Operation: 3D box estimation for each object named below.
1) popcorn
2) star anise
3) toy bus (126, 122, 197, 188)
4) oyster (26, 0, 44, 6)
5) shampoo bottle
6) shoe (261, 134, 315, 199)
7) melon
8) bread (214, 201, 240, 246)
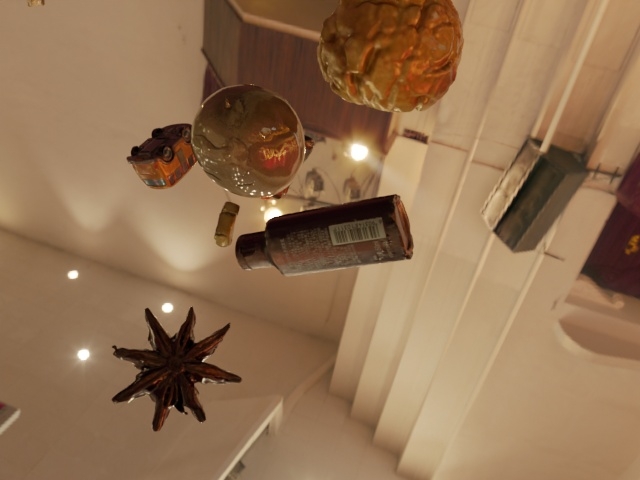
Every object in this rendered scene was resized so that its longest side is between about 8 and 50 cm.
[{"bbox_3d":[0.200,-0.513,1.493,0.354,0.344,0.390,40,-123,9],"label":"popcorn"},{"bbox_3d":[-0.296,0.263,1.175,0.272,0.102,0.271,4,-113,-9],"label":"star anise"},{"bbox_3d":[-0.437,-0.239,1.627,0.126,0.136,0.209,3,-139,27],"label":"toy bus"},{"bbox_3d":[-0.624,-0.630,1.092,0.101,0.275,0.270,-22,-111,-13],"label":"oyster"},{"bbox_3d":[0.000,0.000,1.044,0.323,0.129,0.084,-10,-152,23],"label":"shampoo bottle"},{"bbox_3d":[-0.138,-0.227,1.891,0.133,0.336,0.170,17,-117,-27],"label":"shoe"},{"bbox_3d":[-0.172,-0.244,1.380,0.269,0.330,0.268,-5,-109,15],"label":"melon"},{"bbox_3d":[-0.316,-0.053,1.907,0.064,0.156,0.117,15,179,-6],"label":"bread"}]
